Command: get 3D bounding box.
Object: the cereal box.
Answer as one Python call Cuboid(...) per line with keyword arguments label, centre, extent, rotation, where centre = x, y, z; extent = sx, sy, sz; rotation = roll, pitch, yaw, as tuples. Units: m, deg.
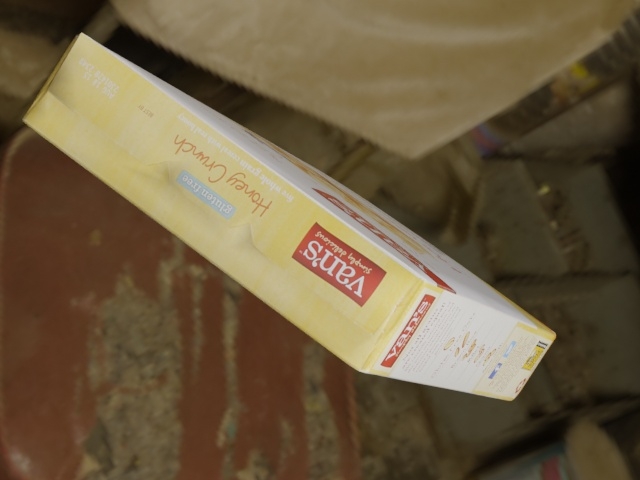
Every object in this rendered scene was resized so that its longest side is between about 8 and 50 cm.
Cuboid(label="cereal box", centre=(0.000, 0.000, 0.656), extent=(0.173, 0.047, 0.240), rotation=(35, 4, 20))
